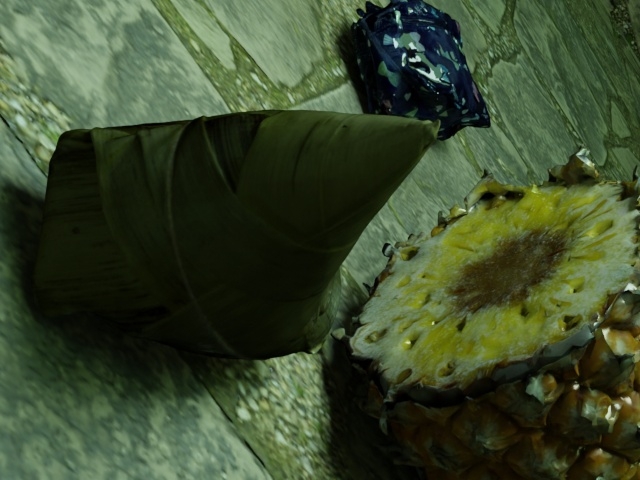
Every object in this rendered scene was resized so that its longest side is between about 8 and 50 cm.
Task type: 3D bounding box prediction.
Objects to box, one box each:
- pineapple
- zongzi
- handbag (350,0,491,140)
[{"bbox_3d":[0.216,0.116,1.046,0.300,0.352,0.352,49,29,-31],"label":"pineapple"},{"bbox_3d":[0.000,0.000,0.786,0.274,0.300,0.145,26,59,-55],"label":"zongzi"},{"bbox_3d":[0.123,-0.213,1.437,0.260,0.113,0.162,3,70,-63],"label":"handbag"}]
